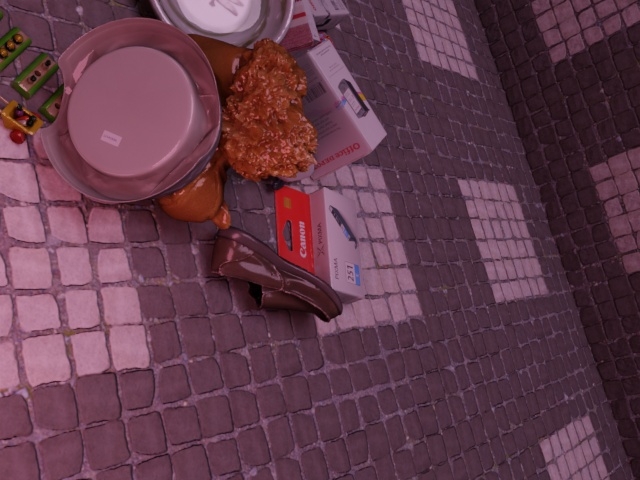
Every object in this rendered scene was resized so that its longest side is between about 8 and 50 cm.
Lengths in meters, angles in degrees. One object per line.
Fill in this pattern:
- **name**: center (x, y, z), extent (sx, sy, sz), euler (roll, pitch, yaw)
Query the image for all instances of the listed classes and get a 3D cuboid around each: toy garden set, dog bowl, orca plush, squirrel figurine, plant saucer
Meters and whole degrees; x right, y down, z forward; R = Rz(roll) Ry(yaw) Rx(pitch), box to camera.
- **toy garden set**: center (-0.584, -0.318, 1.265), extent (0.244, 0.049, 0.203), euler (45, 43, -25)
- **dog bowl**: center (-0.346, -0.234, 1.268), extent (0.102, 0.349, 0.348), euler (37, 36, -78)
- **orca plush**: center (-0.123, -0.210, 1.695), extent (0.102, 0.151, 0.287), euler (41, 32, 21)
- **squirrel figurine**: center (-0.202, -0.219, 1.401), extent (0.281, 0.397, 0.370), euler (40, 57, -45)
- **plant saucer**: center (-0.259, -0.635, 1.683), extent (0.401, 0.100, 0.400), euler (0, 90, -31)

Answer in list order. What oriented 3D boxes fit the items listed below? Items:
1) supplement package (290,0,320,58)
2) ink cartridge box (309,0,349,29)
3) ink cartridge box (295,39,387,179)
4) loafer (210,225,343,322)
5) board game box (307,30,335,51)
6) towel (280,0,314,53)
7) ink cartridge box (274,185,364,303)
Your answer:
- **supplement package**: center (-0.120, -0.655, 1.911), extent (0.134, 0.139, 0.244), euler (-1, 71, -51)
- **ink cartridge box**: center (-0.028, -0.740, 2.092), extent (0.208, 0.087, 0.153), euler (-27, 85, -52)
- **ink cartridge box**: center (0.001, -0.350, 1.825), extent (0.306, 0.226, 0.131), euler (56, 41, -15)
- **loafer**: center (-0.110, 0.104, 1.563), extent (0.366, 0.134, 0.130), euler (34, 77, -22)
- **board game box**: center (0.012, -0.620, 2.133), extent (0.133, 0.033, 0.168), euler (28, 52, -38)
- **towel**: center (-0.167, -0.634, 1.801), extent (0.037, 0.237, 0.329), euler (62, 14, -77)
- **ink cartridge box**: center (0.000, 0.000, 1.773), extent (0.261, 0.066, 0.296), euler (19, 58, -44)
